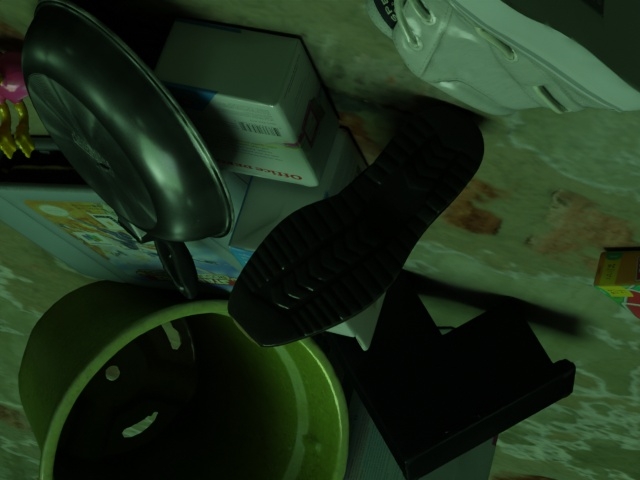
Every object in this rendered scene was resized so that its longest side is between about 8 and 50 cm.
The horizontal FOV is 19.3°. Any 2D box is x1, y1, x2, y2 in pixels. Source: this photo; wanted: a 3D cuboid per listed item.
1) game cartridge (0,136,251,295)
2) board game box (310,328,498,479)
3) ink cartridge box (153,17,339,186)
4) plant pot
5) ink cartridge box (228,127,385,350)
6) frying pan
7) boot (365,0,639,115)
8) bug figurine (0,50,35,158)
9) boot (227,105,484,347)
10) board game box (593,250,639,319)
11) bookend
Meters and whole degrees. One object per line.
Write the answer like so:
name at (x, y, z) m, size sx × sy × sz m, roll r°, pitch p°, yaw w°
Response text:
game cartridge at (-0.134, -0.017, 1.506) m, size 0.297 × 0.062 × 0.198 m, roll 3°, pitch 152°, yaw 37°
board game box at (0.013, 0.201, 1.724) m, size 0.303 × 0.224 × 0.097 m, roll -2°, pitch 156°, yaw 46°
ink cartridge box at (-0.047, -0.088, 1.222) m, size 0.088 × 0.052 × 0.122 m, roll 12°, pitch 159°, yaw 18°
plant pot at (-0.151, 0.151, 1.675) m, size 0.276 × 0.276 × 0.254 m, roll 28°, pitch -178°, yaw -29°
ink cartridge box at (0.000, 0.000, 1.348) m, size 0.060 × 0.104 × 0.180 m, roll 10°, pitch 160°, yaw 20°
frying pan at (-0.145, -0.056, 1.296) m, size 0.197 × 0.053 × 0.326 m, roll 48°, pitch 161°, yaw 3°
boot at (0.066, -0.128, 0.936) m, size 0.123 × 0.095 × 0.258 m, roll -8°, pitch 150°, yaw 39°
bug figurine at (-0.306, -0.139, 1.284) m, size 0.216 × 0.072 × 0.279 m, roll 5°, pitch 154°, yaw 18°
boot at (0.020, 0.007, 1.229) m, size 0.077 × 0.198 × 0.137 m, roll 51°, pitch 165°, yaw 5°
board game box at (0.327, 0.041, 1.287) m, size 0.259 × 0.039 × 0.124 m, roll -6°, pitch 151°, yaw 44°
bookend at (0.099, 0.087, 1.528) m, size 0.157 × 0.156 × 0.072 m, roll 59°, pitch 174°, yaw 20°
